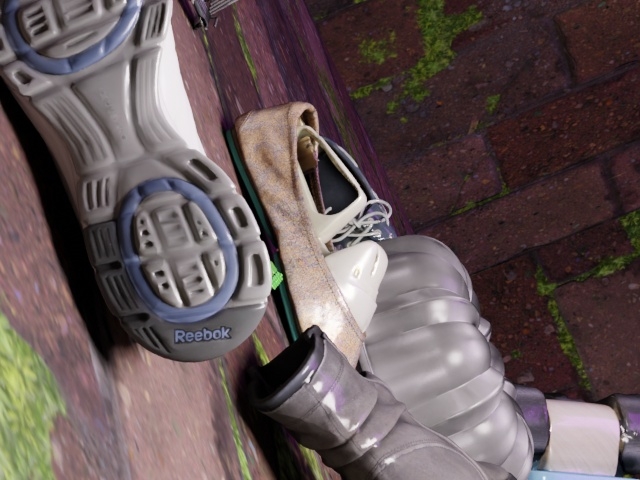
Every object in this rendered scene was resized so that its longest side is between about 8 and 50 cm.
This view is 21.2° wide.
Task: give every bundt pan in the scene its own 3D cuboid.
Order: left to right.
[{"bbox_3d":[0.126,0.134,1.776,0.331,0.124,0.330,-23,90,-83],"label":"bundt pan"}]

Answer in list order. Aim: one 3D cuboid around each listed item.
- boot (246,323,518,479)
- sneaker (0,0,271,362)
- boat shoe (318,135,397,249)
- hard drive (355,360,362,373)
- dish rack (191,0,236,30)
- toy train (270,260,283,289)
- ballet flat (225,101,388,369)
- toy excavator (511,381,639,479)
[{"bbox_3d":[0.049,0.155,1.329,0.222,0.118,0.338,46,-5,3],"label":"boot"},{"bbox_3d":[-0.119,-0.070,0.949,0.129,0.111,0.297,135,-63,-80],"label":"sneaker"},{"bbox_3d":[0.044,-0.022,2.112,0.079,0.095,0.254,61,8,-59],"label":"boat shoe"},{"bbox_3d":[0.072,0.203,1.831,0.307,0.040,0.203,-88,156,-74],"label":"hard drive"},{"bbox_3d":[-0.130,-0.334,1.793,0.271,0.074,0.208,-93,159,-72],"label":"dish rack"},{"bbox_3d":[-0.047,0.032,1.493,0.023,0.017,0.083,58,7,-2],"label":"toy train"},{"bbox_3d":[0.000,0.000,1.595,0.107,0.106,0.316,54,15,-66],"label":"ballet flat"},{"bbox_3d":[0.300,0.405,2.140,0.433,0.222,0.445,170,-75,-64],"label":"toy excavator"}]
